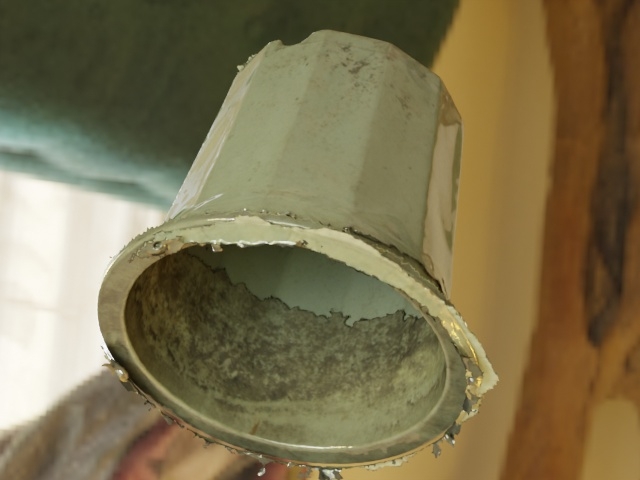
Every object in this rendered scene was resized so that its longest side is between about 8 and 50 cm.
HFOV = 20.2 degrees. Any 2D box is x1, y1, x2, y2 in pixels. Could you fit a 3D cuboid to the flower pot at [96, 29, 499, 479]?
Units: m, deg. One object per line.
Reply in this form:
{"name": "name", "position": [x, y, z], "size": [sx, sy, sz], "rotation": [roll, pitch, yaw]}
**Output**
{"name": "flower pot", "position": [0.000, 0.000, 1.334], "size": [0.290, 0.259, 0.290], "rotation": [9, 138, 8]}
